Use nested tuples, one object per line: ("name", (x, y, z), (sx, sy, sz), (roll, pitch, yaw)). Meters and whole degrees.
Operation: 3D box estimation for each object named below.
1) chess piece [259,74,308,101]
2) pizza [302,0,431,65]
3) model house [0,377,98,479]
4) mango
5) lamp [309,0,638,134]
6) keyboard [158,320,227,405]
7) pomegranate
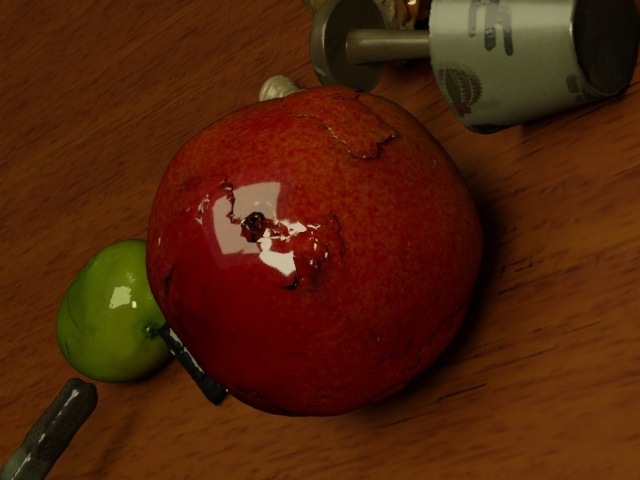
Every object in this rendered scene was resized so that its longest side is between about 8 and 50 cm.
("chess piece", (-0.013, -0.107, 1.135), (0.092, 0.035, 0.035), (30, 92, 54))
("pizza", (0.063, -0.279, 1.107), (0.226, 0.086, 0.336), (-33, 44, 30))
("model house", (-0.253, 0.243, 1.084), (0.279, 0.205, 0.218), (-51, 35, 4))
("mango", (-0.165, 0.064, 1.180), (0.163, 0.089, 0.117), (-37, 47, 52))
("lamp", (0.092, -0.129, 0.919), (0.214, 0.121, 0.121), (5, 70, 40))
("keyboard", (-0.027, 0.011, 1.055), (0.250, 0.017, 0.087), (-49, 63, 18))
("pomegranate", (0.000, 0.000, 0.891), (0.210, 0.210, 0.235), (-40, 7, 31))
